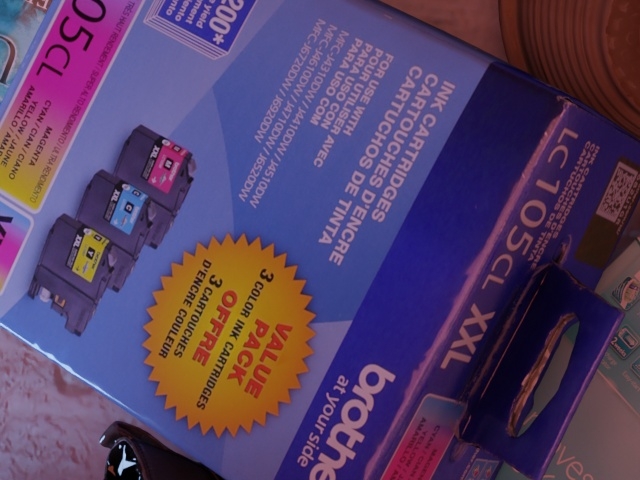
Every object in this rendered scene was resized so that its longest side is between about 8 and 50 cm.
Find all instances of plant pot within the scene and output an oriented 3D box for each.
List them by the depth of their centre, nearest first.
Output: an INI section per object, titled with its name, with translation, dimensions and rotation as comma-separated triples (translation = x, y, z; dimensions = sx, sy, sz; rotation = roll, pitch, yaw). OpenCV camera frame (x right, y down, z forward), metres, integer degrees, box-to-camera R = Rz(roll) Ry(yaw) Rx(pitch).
[plant pot]
translation = 0.221, -0.132, 1.150
dimensions = 0.237, 0.110, 0.237
rotation = 1, 107, 5

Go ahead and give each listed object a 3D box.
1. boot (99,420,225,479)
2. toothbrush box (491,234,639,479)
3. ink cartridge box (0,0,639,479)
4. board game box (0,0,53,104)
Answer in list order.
[boot]
translation = -0.015, 0.228, 1.128
dimensions = 0.091, 0.229, 0.263
rotation = -48, 48, 26
[toothbrush box]
translation = 0.220, 0.128, 1.137
dimensions = 0.295, 0.126, 0.216
rotation = -44, 61, 8
[ink cartridge box]
translation = 0.000, 0.000, 1.122
dimensions = 0.395, 0.151, 0.270
rotation = 29, 95, 29
[board game box]
translation = -0.212, -0.126, 1.278
dimensions = 0.186, 0.026, 0.126
rotation = 22, 93, 7
